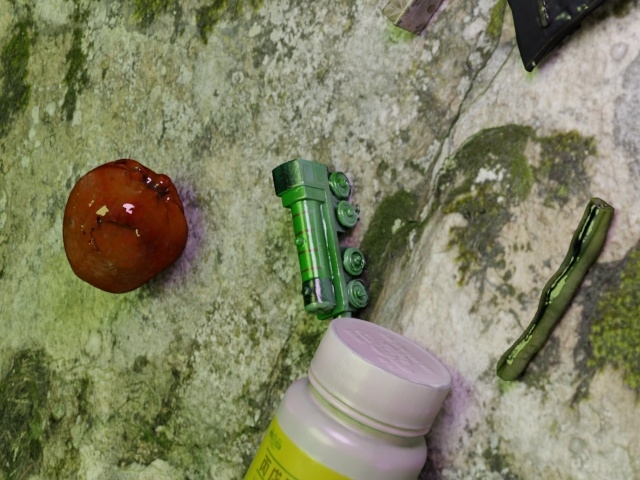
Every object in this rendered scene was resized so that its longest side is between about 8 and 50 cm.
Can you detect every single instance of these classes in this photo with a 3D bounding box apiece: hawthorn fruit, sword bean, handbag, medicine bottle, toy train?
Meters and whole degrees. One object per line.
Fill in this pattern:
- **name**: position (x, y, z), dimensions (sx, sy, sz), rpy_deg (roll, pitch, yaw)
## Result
- **hawthorn fruit**: position (-0.347, -0.004, 2.007), dimensions (0.299, 0.211, 0.211), rpy_deg (-49, 54, 40)
- **sword bean**: position (0.300, 0.069, 1.513), dimensions (0.043, 0.038, 0.269), rpy_deg (39, 110, 33)
- **handbag**: position (0.314, -0.368, 1.521), dimensions (0.254, 0.089, 0.211), rpy_deg (-41, 55, 49)
- **medicine bottle**: position (0.018, 0.312, 1.610), dimensions (0.213, 0.214, 0.378), rpy_deg (36, 107, 39)
- **toy train**: position (0.000, 0.000, 1.739), dimensions (0.085, 0.119, 0.251), rpy_deg (-23, 67, 36)

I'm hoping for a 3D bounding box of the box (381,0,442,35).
- **box**: position (0.141, -0.350, 1.704), dimensions (0.098, 0.062, 0.045), rpy_deg (-56, 51, 22)
